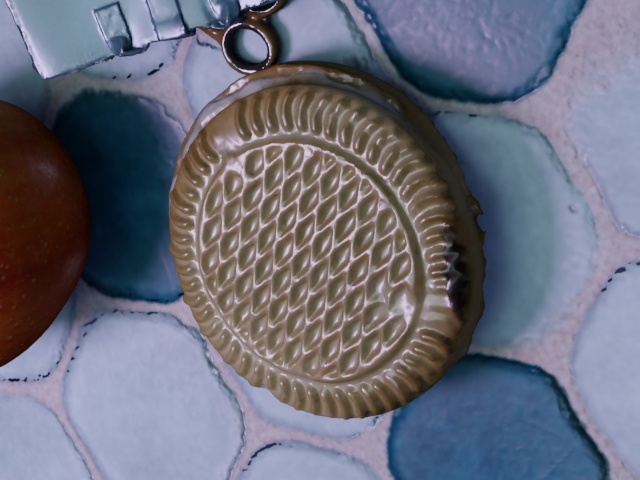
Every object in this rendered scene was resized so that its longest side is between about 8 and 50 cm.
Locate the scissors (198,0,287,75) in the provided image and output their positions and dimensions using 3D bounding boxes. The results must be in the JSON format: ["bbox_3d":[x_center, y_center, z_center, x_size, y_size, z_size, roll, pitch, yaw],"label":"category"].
[{"bbox_3d":[-0.120,-0.188,1.173,0.220,0.017,0.088,21,116,23],"label":"scissors"}]

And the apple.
[{"bbox_3d":[-0.278,-0.004,1.227,0.235,0.173,0.210,-17,100,40],"label":"apple"}]

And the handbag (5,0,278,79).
[{"bbox_3d":[-0.121,-0.205,1.115,0.221,0.057,0.144,-15,96,17],"label":"handbag"}]

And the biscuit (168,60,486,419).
[{"bbox_3d":[0.000,0.000,1.122,0.259,0.079,0.259,9,109,26],"label":"biscuit"}]
